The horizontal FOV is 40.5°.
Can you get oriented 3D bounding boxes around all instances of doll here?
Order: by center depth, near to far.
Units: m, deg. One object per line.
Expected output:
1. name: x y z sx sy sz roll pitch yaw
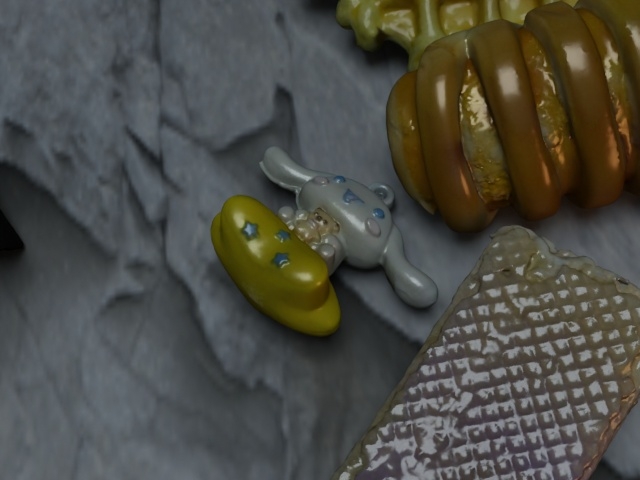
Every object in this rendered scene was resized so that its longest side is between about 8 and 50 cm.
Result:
1. doll: 0.005 0.005 0.498 0.135 0.072 0.113 23 51 9

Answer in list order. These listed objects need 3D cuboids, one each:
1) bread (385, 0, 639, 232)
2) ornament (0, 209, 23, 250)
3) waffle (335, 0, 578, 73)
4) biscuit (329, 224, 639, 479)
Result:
1. bread: 0.126 -0.068 0.485 0.177 0.084 0.119 -17 107 2
2. ornament: -0.279 0.033 0.511 0.203 0.088 0.081 -41 91 1
3. waffle: 0.115 -0.217 0.577 0.250 0.056 0.261 37 74 15
4. biscuit: 0.077 0.108 0.437 0.108 0.062 0.239 31 71 20
